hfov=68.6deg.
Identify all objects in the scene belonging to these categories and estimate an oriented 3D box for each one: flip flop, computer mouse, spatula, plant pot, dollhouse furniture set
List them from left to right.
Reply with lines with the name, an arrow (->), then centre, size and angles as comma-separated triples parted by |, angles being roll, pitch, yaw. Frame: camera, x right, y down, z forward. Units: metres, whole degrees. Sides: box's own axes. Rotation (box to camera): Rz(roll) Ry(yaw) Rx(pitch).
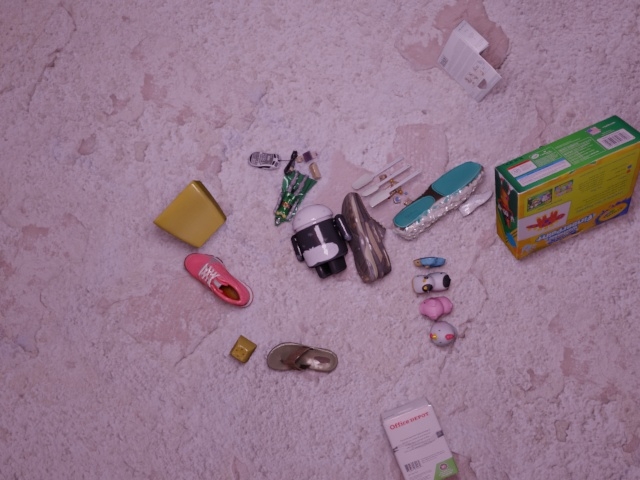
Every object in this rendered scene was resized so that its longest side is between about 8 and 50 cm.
plant pot -> -0.479, -0.089, 1.800 | 0.187, 0.212, 0.212 | 44, 90, -10
plant pot -> -0.306, 0.429, 1.827 | 0.081, 0.083, 0.081 | 32, 90, 3
computer mouse -> -0.190, -0.315, 1.863 | 0.193, 0.042, 0.106 | 7, 73, 10
flip flop -> -0.070, 0.462, 1.819 | 0.277, 0.080, 0.112 | 6, 88, 2
dollhouse furniture set -> -0.027, -0.299, 1.872 | 0.081, 0.091, 0.114 | -26, 96, -43
spatula -> 0.255, -0.240, 1.816 | 0.242, 0.019, 0.168 | -34, 45, -3

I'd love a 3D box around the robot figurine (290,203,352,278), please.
robot figurine -> 0.003, -0.001, 1.790 | 0.209, 0.173, 0.278 | -22, 87, -10

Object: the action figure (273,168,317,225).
action figure -> -0.122, -0.163, 1.853 | 0.137, 0.063, 0.232 | 25, 88, 9

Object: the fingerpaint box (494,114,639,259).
fingerpaint box -> 0.859, -0.176, 1.660 | 0.444, 0.371, 0.163 | -24, 47, 3

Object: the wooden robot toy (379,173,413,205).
wooden robot toy -> 0.291, -0.196, 1.830 | 0.076, 0.079, 0.173 | -39, 87, 0

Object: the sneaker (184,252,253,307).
sneaker -> -0.396, 0.146, 1.814 | 0.314, 0.136, 0.116 | 35, 88, 3

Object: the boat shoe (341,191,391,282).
boat shoe -> 0.180, -0.017, 1.821 | 0.130, 0.132, 0.355 | -12, 83, -24

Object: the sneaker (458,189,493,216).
sneaker -> 0.604, -0.158, 1.831 | 0.152, 0.054, 0.061 | -36, 84, 1

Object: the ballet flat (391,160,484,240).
ballet flat -> 0.454, -0.144, 1.807 | 0.409, 0.147, 0.147 | -36, 87, 3

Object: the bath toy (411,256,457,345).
bath toy -> 0.439, 0.236, 1.787 | 0.151, 0.129, 0.348 | -10, 88, 1

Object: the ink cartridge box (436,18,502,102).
ink cartridge box -> 0.560, -0.655, 1.739 | 0.239, 0.275, 0.060 | 45, 90, 2

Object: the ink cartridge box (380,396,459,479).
ink cartridge box -> 0.369, 0.763, 1.776 | 0.198, 0.115, 0.273 | -22, 88, 1

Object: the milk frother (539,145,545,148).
milk frother -> 0.810, -0.274, 1.772 | 0.143, 0.135, 0.129 | -22, 53, 16
